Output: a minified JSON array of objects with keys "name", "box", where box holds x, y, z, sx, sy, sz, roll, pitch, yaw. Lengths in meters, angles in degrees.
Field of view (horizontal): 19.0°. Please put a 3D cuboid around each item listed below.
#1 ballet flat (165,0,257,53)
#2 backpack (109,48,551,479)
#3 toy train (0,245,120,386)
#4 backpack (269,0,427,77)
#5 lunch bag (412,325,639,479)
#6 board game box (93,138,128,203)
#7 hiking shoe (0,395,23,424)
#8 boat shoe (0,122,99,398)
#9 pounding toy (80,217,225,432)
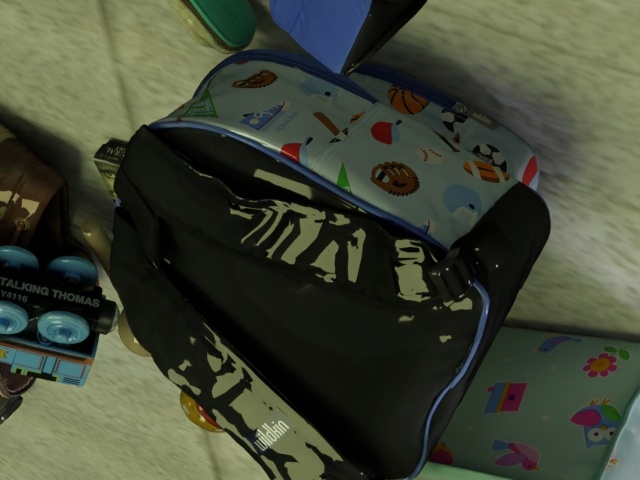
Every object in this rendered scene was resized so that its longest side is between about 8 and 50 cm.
[{"name":"ballet flat","box":[-0.103,-0.186,1.255,0.052,0.057,0.168,12,143,50]},{"name":"backpack","box":[0.000,0.000,1.255,0.263,0.213,0.276,28,132,7]},{"name":"toy train","box":[-0.256,0.055,1.542,0.184,0.080,0.105,13,143,-11]},{"name":"backpack","box":[0.028,-0.175,1.080,0.101,0.120,0.098,44,152,4]},{"name":"lunch bag","box":[0.125,0.194,1.352,0.223,0.262,0.160,6,139,40]},{"name":"board game box","box":[-0.081,-0.011,1.499,0.186,0.026,0.126,14,144,31]},{"name":"hiking shoe","box":[-0.406,0.134,1.978,0.227,0.086,0.114,-2,120,38]},{"name":"boat shoe","box":[-0.256,0.041,1.654,0.123,0.123,0.342,25,140,14]},{"name":"pounding toy","box":[-0.091,0.097,1.539,0.237,0.110,0.183,18,158,23]}]
